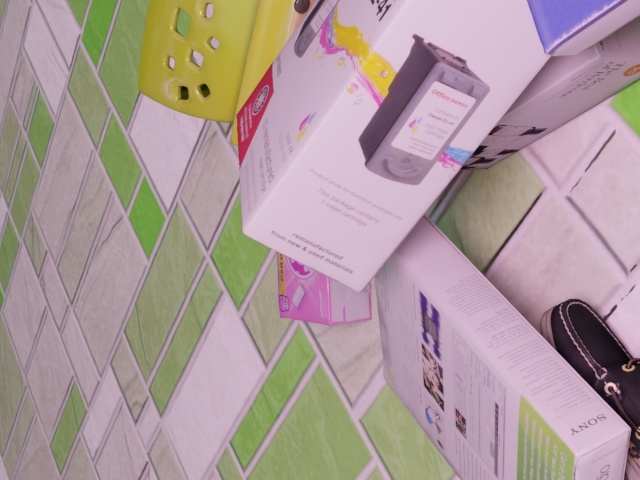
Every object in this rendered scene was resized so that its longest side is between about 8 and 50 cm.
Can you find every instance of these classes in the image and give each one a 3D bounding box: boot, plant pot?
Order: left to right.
[{"bbox_3d":[-0.039,-0.227,1.113,0.207,0.228,0.227,39,124,39],"label":"plant pot"},{"bbox_3d":[0.291,0.107,0.808,0.179,0.085,0.236,-53,52,38],"label":"boot"}]

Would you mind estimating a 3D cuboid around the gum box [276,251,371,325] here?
[{"bbox_3d":[0.000,0.000,1.218,0.107,0.062,0.189,3,97,55],"label":"gum box"}]

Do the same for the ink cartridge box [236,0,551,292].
[{"bbox_3d":[0.058,-0.145,0.883,0.306,0.131,0.226,-54,23,25],"label":"ink cartridge box"}]

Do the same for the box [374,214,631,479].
[{"bbox_3d":[0.150,0.145,0.940,0.322,0.058,0.232,53,159,44],"label":"box"}]

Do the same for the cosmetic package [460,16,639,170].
[{"bbox_3d":[0.183,-0.129,0.911,0.239,0.098,0.061,-32,70,53],"label":"cosmetic package"}]

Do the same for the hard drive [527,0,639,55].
[{"bbox_3d":[0.176,-0.310,0.656,0.210,0.040,0.319,-32,70,53],"label":"hard drive"}]
